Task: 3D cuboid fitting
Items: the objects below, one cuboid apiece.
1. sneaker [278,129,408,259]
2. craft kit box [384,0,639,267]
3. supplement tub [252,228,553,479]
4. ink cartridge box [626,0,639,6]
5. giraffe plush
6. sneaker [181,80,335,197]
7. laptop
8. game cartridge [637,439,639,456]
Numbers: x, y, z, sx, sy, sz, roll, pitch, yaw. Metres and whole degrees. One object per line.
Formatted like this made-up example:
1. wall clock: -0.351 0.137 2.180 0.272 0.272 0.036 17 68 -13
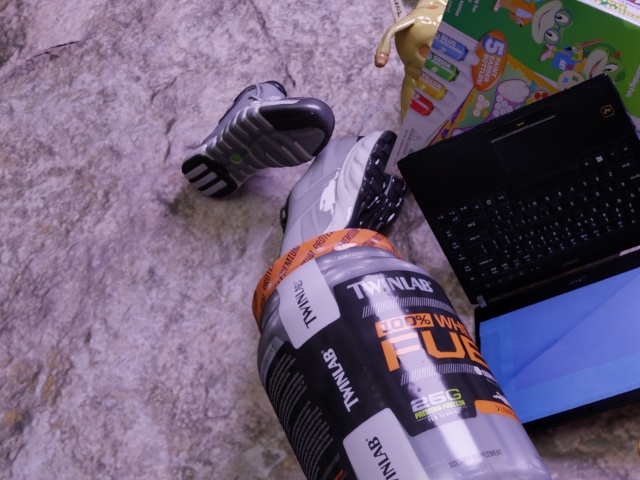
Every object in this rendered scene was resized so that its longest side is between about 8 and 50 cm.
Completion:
1. sneaker: 0.000 0.000 1.674 0.108 0.100 0.271 2 51 35
2. craft kit box: 0.214 -0.125 1.533 0.247 0.250 0.061 24 31 8
3. supplement tub: 0.063 0.152 1.458 0.194 0.193 0.316 -29 55 1
4. ink cartridge box: 0.412 -0.204 1.661 0.307 0.072 0.303 5 57 23
5. giraffe plush: 0.173 -0.196 1.652 0.170 0.210 0.181 3 56 30
6. sneaker: -0.055 -0.138 1.757 0.229 0.086 0.132 -20 33 45
7. laptop: 0.208 0.021 1.493 0.234 0.264 0.136 -22 14 29
8. game cartridge: 0.467 0.110 1.345 0.324 0.052 0.285 20 78 17
